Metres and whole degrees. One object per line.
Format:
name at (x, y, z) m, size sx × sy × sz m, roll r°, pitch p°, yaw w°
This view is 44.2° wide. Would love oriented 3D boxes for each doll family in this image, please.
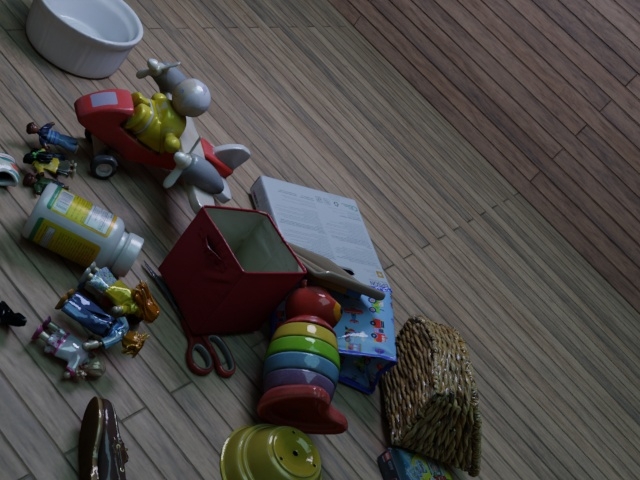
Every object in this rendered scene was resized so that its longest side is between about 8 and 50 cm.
doll family at (-0.571, -0.174, 1.650) m, size 0.111 × 0.076 × 0.193 m, roll 17°, pitch 33°, yaw -25°
doll family at (-0.380, 0.135, 1.416) m, size 0.163 × 0.118 × 0.263 m, roll 36°, pitch 32°, yaw -7°

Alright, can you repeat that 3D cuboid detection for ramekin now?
ramekin at (-0.605, -0.539, 1.997) m, size 0.277 × 0.135 × 0.277 m, roll 28°, pitch 34°, yaw -21°

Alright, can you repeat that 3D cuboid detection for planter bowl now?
planter bowl at (-0.066, 0.408, 1.436) m, size 0.217 × 0.090 × 0.217 m, roll 27°, pitch 35°, yaw -21°

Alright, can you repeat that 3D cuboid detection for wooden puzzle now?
wooden puzzle at (-0.001, 0.065, 1.742) m, size 0.221 × 0.044 × 0.238 m, roll 24°, pitch 4°, yaw -46°

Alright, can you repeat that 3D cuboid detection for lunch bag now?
lunch bag at (0.010, 0.187, 1.771) m, size 0.293 × 0.138 × 0.221 m, roll 19°, pitch 39°, yaw -16°

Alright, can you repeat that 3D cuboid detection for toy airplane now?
toy airplane at (-0.317, -0.247, 1.808) m, size 0.386 × 0.272 × 0.384 m, roll 41°, pitch 31°, yaw 1°

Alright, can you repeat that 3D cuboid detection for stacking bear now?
stacking bear at (-0.027, 0.219, 1.577) m, size 0.175 × 0.164 × 0.289 m, roll 60°, pitch 30°, yaw -48°

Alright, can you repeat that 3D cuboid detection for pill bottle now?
pill bottle at (-0.454, -0.013, 1.523) m, size 0.208 × 0.117 × 0.117 m, roll 29°, pitch 34°, yaw -17°

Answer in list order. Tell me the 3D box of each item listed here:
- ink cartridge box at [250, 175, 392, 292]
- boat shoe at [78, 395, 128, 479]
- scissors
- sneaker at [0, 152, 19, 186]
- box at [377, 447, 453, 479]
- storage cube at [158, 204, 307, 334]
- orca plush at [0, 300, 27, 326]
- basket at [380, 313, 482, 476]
ink cartridge box at (0.000, 0.000, 2.029) m, size 0.324 × 0.071 × 0.330 m, roll 13°, pitch 44°, yaw -37°
boat shoe at (-0.341, 0.348, 1.246) m, size 0.073 × 0.073 × 0.207 m, roll 20°, pitch 44°, yaw -32°
scissors at (-0.267, 0.157, 1.607) m, size 0.109 × 0.021 × 0.297 m, roll 0°, pitch 48°, yaw -45°
sneaker at (-0.658, -0.137, 1.519) m, size 0.161 × 0.057 × 0.075 m, roll 6°, pitch 40°, yaw -46°
box at (0.222, 0.541, 1.612) m, size 0.159 × 0.044 × 0.233 m, roll 14°, pitch 40°, yaw -35°
storage cube at (-0.185, 0.062, 1.620) m, size 0.215 × 0.193 × 0.184 m, roll 2°, pitch 45°, yaw -50°
orca plush at (-0.603, 0.105, 1.236) m, size 0.287 × 0.102 × 0.151 m, roll 12°, pitch 41°, yaw -37°
basket at (0.281, 0.322, 1.738) m, size 0.223 × 0.213 × 0.299 m, roll 25°, pitch 24°, yaw -15°
